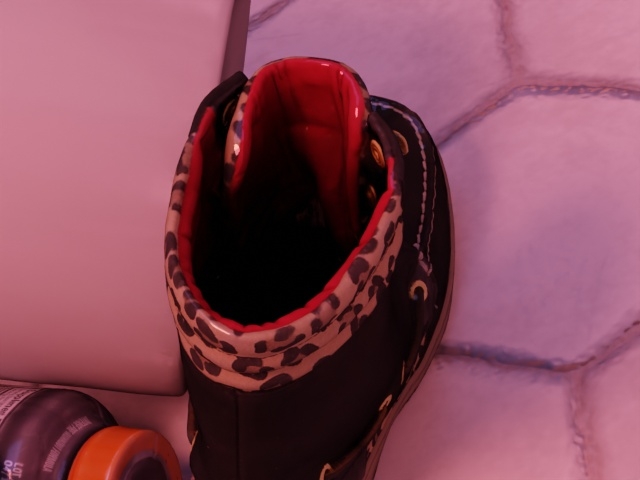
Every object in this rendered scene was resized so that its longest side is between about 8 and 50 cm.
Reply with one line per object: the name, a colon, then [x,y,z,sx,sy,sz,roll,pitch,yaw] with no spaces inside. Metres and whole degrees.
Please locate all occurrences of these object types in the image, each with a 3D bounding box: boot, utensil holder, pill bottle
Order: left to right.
utensil holder: [-0.253,-0.073,1.221,0.385,0.328,0.328,9,47,0]
pill bottle: [-0.210,0.155,1.211,0.245,0.130,0.130,2,48,29]
boot: [0.000,0.000,1.126,0.138,0.284,0.377,15,55,11]
